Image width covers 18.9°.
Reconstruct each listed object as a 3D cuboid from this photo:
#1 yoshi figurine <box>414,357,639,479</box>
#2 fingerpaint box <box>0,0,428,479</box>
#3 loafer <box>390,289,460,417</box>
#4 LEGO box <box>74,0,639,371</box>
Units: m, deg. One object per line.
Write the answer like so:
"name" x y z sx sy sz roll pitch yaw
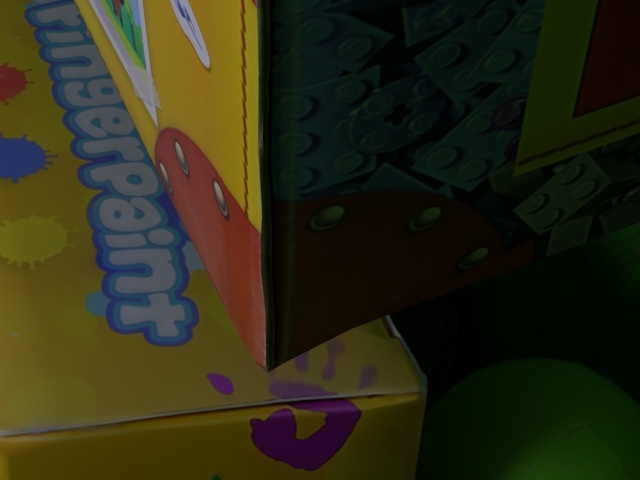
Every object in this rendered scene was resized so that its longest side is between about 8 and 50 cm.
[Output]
"yoshi figurine" 0.131 0.079 0.688 0.362 0.204 0.203 126 151 -51
"fingerpaint box" -0.109 0.070 0.911 0.445 0.163 0.371 -113 23 -49
"loafer" 0.000 0.000 1.021 0.095 0.109 0.302 93 163 -48
"LEGO box" 0.057 -0.265 0.514 0.193 0.372 0.500 93 153 -55
